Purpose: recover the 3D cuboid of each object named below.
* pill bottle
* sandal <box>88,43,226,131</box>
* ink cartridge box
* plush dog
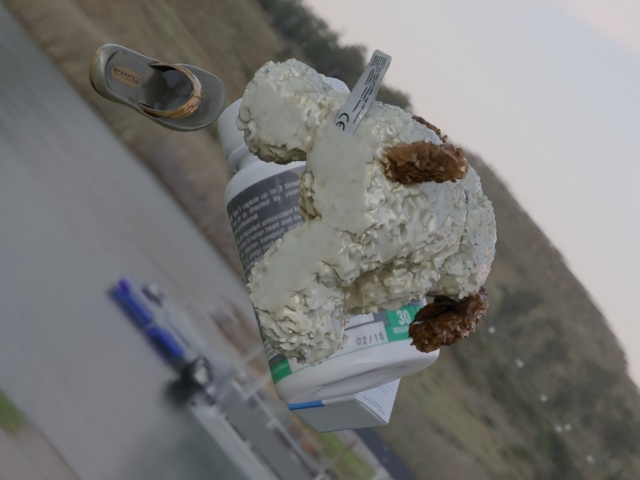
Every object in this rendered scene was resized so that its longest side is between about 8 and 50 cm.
[{"bbox_3d":[0.000,0.000,1.573,0.204,0.204,0.361,56,17,-76],"label":"pill bottle"},{"bbox_3d":[-0.157,-0.155,1.321,0.049,0.072,0.180,3,-8,39],"label":"sandal"},{"bbox_3d":[0.049,0.177,1.905,0.139,0.191,0.082,-15,-44,41],"label":"ink cartridge box"},{"bbox_3d":[0.070,-0.029,1.089,0.225,0.210,0.263,17,62,-55],"label":"plush dog"}]
